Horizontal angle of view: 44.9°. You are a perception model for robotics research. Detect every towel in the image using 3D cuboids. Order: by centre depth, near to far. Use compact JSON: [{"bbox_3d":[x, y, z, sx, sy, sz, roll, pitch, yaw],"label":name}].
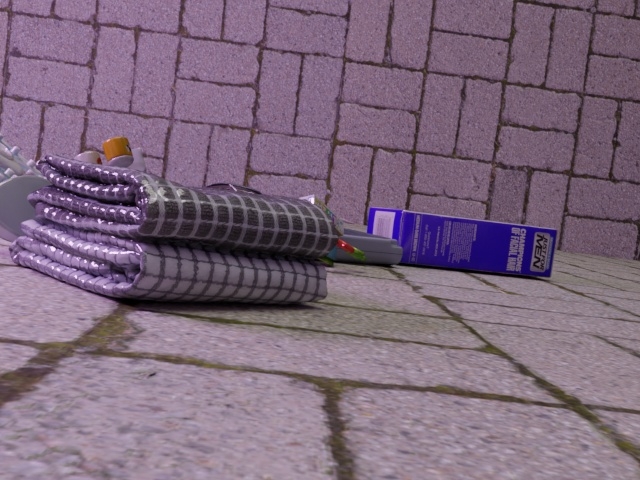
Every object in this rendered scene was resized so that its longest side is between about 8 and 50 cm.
[{"bbox_3d":[-0.156,-0.013,0.815,0.235,0.122,0.283,5,4,-44],"label":"towel"}]

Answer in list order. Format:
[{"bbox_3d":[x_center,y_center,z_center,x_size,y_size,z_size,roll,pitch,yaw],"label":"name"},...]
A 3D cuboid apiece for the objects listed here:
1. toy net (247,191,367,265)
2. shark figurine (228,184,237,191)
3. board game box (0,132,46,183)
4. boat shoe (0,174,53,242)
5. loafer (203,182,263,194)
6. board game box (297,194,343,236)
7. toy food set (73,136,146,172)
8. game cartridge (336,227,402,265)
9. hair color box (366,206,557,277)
[{"bbox_3d":[-0.029,-0.008,1.178,0.122,0.045,0.232,28,-1,41],"label":"toy net"},{"bbox_3d":[-0.169,-0.030,1.141,0.278,0.116,0.166,12,4,30],"label":"shark figurine"},{"bbox_3d":[-0.545,-0.164,1.288,0.390,0.050,0.390,41,-2,-8],"label":"board game box"},{"bbox_3d":[-0.337,-0.022,0.988,0.084,0.095,0.258,-22,-12,23],"label":"boat shoe"},{"bbox_3d":[-0.261,-0.055,1.570,0.302,0.109,0.095,1,22,3],"label":"loafer"},{"bbox_3d":[-0.053,-0.026,1.283,0.154,0.026,0.103,-12,-31,27],"label":"board game box"},{"bbox_3d":[-0.326,-0.072,1.234,0.111,0.105,0.232,-16,-9,-15],"label":"toy food set"},{"bbox_3d":[0.000,0.000,1.473,0.198,0.062,0.297,1,6,-23],"label":"game cartridge"},{"bbox_3d":[0.280,0.003,1.572,0.338,0.110,0.185,5,3,-17],"label":"hair color box"}]
